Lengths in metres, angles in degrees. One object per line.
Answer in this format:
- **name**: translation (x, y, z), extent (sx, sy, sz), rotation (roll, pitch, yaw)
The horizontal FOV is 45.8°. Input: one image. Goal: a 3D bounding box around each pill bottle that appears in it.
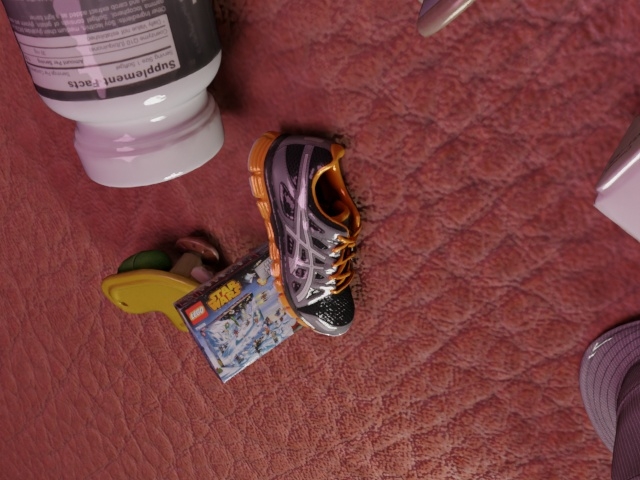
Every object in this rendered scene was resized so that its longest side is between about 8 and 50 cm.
- **pill bottle**: translation (-0.171, -0.195, 0.617), extent (0.162, 0.162, 0.278), rotation (11, 129, 29)

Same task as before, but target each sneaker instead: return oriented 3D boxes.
- **sneaker**: translation (0.000, 0.000, 0.708), extent (0.083, 0.084, 0.215), rotation (-1, 122, 30)

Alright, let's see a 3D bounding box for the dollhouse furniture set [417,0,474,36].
- **dollhouse furniture set**: translation (0.036, -0.267, 0.319), extent (0.303, 0.198, 0.286), rotation (37, 136, -20)

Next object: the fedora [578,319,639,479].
- **fedora**: translation (0.325, 0.178, 0.583), extent (0.275, 0.124, 0.244), rotation (-3, 121, 37)

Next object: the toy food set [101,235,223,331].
- **toy food set**: translation (-0.154, 0.045, 0.870), extent (0.218, 0.071, 0.128), rotation (-9, 141, 42)

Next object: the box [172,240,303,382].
- **box**: translation (-0.068, 0.066, 0.769), extent (0.027, 0.137, 0.094), rotation (19, 139, 60)

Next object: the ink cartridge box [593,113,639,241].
- **ink cartridge box**: translation (0.337, -0.024, 0.420), extent (0.283, 0.117, 0.207), rotation (38, 137, 3)
